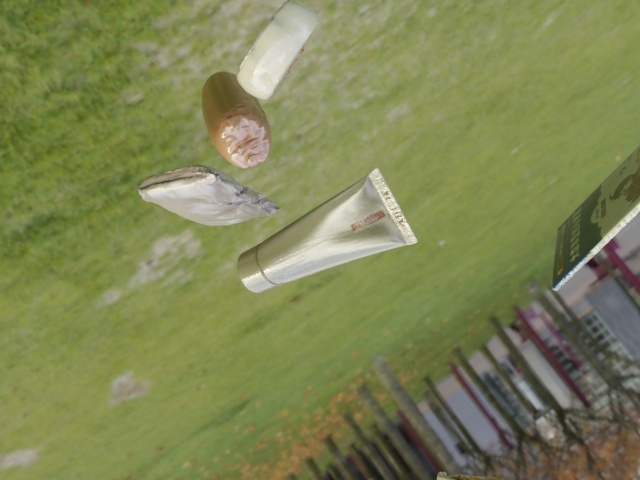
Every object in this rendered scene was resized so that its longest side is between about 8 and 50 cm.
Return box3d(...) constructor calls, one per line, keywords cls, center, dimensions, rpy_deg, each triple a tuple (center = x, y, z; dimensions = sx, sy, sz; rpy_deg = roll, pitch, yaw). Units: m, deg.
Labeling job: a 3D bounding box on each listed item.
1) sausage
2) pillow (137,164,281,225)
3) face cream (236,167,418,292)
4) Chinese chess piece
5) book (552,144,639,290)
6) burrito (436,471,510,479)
box3d(cls="sausage", center=(-0.123, -0.176, 1.336), dimensions=(0.086, 0.086, 0.289), rpy_deg=(-37, -155, 6))
box3d(cls="pillow", center=(-0.187, -0.073, 1.611), dimensions=(0.173, 0.067, 0.270), rpy_deg=(-7, 166, 24))
box3d(cls="face cream", center=(0.000, 0.000, 1.609), dimensions=(0.341, 0.137, 0.084), rpy_deg=(-25, -173, 36))
box3d(cls="Chinese chess piece", center=(-0.049, -0.223, 1.108), dimensions=(0.122, 0.051, 0.122), rpy_deg=(-54, -176, 6))
box3d(cls="book", center=(0.511, -0.072, 1.623), dimensions=(0.322, 0.018, 0.228), rpy_deg=(-51, -176, 31))
box3d(cls="burrito", center=(0.174, 0.433, 1.154), dimensions=(0.105, 0.143, 0.299), rpy_deg=(5, 101, -59))
